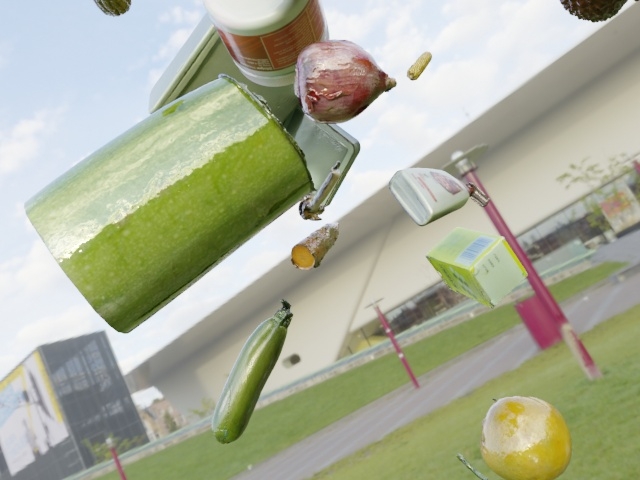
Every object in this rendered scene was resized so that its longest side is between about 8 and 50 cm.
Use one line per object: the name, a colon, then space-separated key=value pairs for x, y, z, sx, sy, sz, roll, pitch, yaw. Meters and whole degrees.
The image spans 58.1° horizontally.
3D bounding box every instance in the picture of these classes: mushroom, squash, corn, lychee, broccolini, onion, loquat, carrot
mushroom: x=0.007 y=-0.107 z=1.306 sx=0.061 sy=0.060 sz=0.187 roll=13 pitch=-36 yaw=-23
squash: x=-0.143 y=0.275 z=1.232 sx=0.332 sy=0.087 sz=0.087 roll=-63 pitch=-7 yaw=-12
corn: x=-0.422 y=-0.503 z=1.117 sx=0.080 sy=0.080 sz=0.231 roll=-27 pitch=4 yaw=-6
lychee: x=0.354 y=-0.347 z=0.728 sx=0.123 sy=0.129 sz=0.123 roll=-36 pitch=11 yaw=8
squash: x=-0.230 y=-0.070 z=0.928 sx=0.384 sy=0.263 sz=0.263 roll=-38 pitch=-10 yaw=-12
broccolini: x=0.555 y=0.803 z=1.923 sx=0.071 sy=0.254 sz=0.058 roll=-37 pitch=-40 yaw=-24
onion: x=0.048 y=-0.292 z=1.055 sx=0.194 sy=0.160 sz=0.159 roll=-5 pitch=-16 yaw=-5
corn: x=0.196 y=-0.347 z=1.149 sx=0.083 sy=0.028 sz=0.027 roll=-54 pitch=-5 yaw=-26
loquat: x=0.523 y=0.520 z=1.475 sx=0.243 sy=0.244 sz=0.244 roll=-27 pitch=-13 yaw=-6
carrot: x=0.000 y=0.000 z=1.863 sx=0.102 sy=0.102 sz=0.263 roll=-38 pitch=3 yaw=38

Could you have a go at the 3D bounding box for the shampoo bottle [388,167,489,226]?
shampoo bottle: x=0.300 y=-0.113 z=1.393 sx=0.284 sy=0.153 sz=0.071 roll=-10 pitch=-37 yaw=-41

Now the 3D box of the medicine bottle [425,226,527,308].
medicine bottle: x=0.421 y=0.065 z=1.580 sx=0.141 sy=0.137 sz=0.250 roll=-43 pitch=17 yaw=-6

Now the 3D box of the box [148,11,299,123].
box: x=-0.273 y=-0.451 z=1.726 sx=0.343 sy=0.178 sz=0.352 roll=29 pitch=-63 yaw=-33

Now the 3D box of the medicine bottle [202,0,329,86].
medicine bottle: x=-0.119 y=-0.526 z=1.332 sx=0.252 sy=0.253 sz=0.241 roll=-28 pitch=-22 yaw=1

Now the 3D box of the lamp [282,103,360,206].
lamp: x=-0.030 y=-0.272 z=1.825 sx=0.047 sy=0.266 sz=0.269 roll=-36 pitch=-19 yaw=-51
